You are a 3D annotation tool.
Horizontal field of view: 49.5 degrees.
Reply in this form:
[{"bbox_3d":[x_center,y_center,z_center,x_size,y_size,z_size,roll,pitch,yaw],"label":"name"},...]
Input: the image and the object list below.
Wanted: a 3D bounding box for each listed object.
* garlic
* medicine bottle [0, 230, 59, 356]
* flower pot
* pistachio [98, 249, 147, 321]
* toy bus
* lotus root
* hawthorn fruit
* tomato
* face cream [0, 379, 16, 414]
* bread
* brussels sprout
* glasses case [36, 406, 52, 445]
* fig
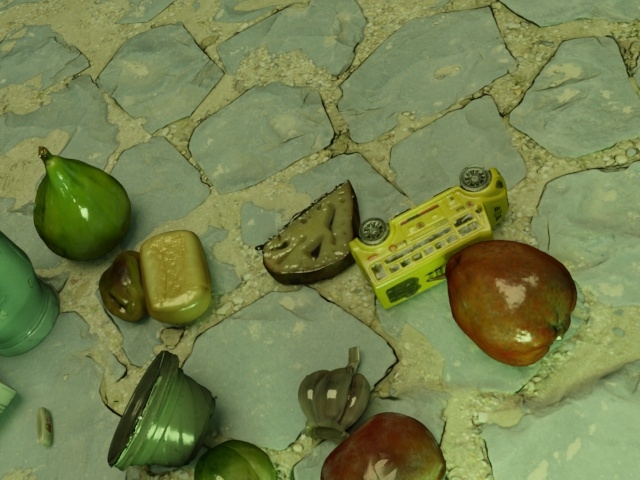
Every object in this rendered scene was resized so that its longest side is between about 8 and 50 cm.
[{"bbox_3d":[0.042,0.267,1.265,0.131,0.127,0.194,8,46,27],"label":"garlic"},{"bbox_3d":[-0.733,0.107,1.508,0.245,0.290,0.244,-9,56,14],"label":"medicine bottle"},{"bbox_3d":[-0.283,0.328,1.284,0.141,0.235,0.235,25,61,-16],"label":"flower pot"},{"bbox_3d":[-0.437,0.095,1.534,0.110,0.100,0.189,-20,55,8],"label":"pistachio"},{"bbox_3d":[0.231,-0.006,1.358,0.330,0.144,0.152,-28,57,1],"label":"toy bus"},{"bbox_3d":[0.000,0.000,1.472,0.261,0.074,0.170,-34,55,-7],"label":"lotus root"},{"bbox_3d":[0.311,0.094,1.232,0.262,0.210,0.210,26,69,30],"label":"hawthorn fruit"},{"bbox_3d":[0.104,0.379,1.121,0.214,0.155,0.181,-44,73,-10],"label":"tomato"},{"bbox_3d":[-0.796,0.427,1.407,0.145,0.145,0.369,20,65,28],"label":"face cream"},{"bbox_3d":[-0.311,0.082,1.501,0.147,0.098,0.217,-12,53,-5],"label":"bread"},{"bbox_3d":[-0.147,0.423,1.217,0.117,0.155,0.155,-48,48,29],"label":"brussels sprout"},{"bbox_3d":[-0.569,0.384,1.432,0.021,0.032,0.083,-25,54,6],"label":"glasses case"},{"bbox_3d":[-0.566,-0.069,1.573,0.233,0.314,0.233,-1,85,10],"label":"fig"}]
